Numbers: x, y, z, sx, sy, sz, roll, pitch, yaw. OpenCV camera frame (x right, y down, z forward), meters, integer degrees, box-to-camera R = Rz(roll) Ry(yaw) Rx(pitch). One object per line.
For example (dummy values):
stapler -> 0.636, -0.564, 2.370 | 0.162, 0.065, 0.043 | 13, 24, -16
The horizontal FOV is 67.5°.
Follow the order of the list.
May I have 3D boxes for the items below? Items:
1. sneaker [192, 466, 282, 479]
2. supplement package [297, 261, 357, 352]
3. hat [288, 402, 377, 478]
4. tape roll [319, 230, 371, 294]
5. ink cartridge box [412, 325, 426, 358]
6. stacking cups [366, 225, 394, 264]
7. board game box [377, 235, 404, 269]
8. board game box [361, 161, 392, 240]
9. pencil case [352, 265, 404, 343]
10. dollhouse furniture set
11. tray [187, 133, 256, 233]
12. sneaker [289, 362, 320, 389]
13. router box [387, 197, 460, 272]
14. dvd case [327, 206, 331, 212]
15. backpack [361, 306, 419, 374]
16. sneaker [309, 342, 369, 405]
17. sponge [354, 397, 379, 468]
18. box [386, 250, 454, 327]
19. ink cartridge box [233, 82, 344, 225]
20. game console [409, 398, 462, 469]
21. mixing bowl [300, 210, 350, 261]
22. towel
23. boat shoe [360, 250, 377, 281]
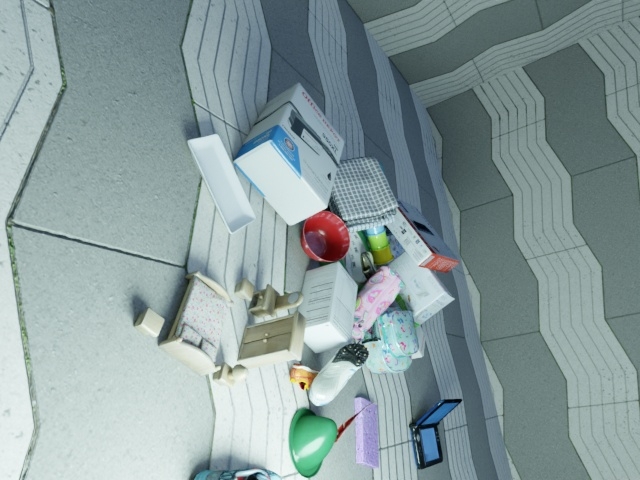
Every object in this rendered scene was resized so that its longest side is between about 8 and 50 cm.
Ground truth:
sneaker -> -0.148, 0.545, 1.030 | 0.261, 0.125, 0.104 | 31, 48, -51
supplement package -> 0.021, 0.213, 1.533 | 0.139, 0.133, 0.244 | 52, 33, -33
hat -> 0.036, 0.532, 1.313 | 0.173, 0.183, 0.209 | 46, 37, -39
tape roll -> 0.100, 0.064, 1.831 | 0.321, 0.077, 0.322 | 39, 42, -47
ink cartridge box -> 0.388, 0.406, 2.139 | 0.203, 0.085, 0.148 | 61, 30, -20
stacking cups -> 0.211, -0.061, 1.945 | 0.096, 0.095, 0.317 | -48, 122, -59
board game box -> 0.352, 0.015, 2.350 | 0.389, 0.050, 0.391 | 12, 63, -59
board game box -> 0.218, -0.173, 2.124 | 0.253, 0.079, 0.337 | -12, 85, -46
pencil case -> 0.181, 0.223, 1.706 | 0.284, 0.124, 0.124 | -46, 119, -25
dollhouse furniture set -> -0.201, 0.149, 1.125 | 0.355, 0.173, 0.303 | 49, 34, -37
tray -> -0.276, -0.157, 1.326 | 0.271, 0.030, 0.145 | 67, 29, -10
sneaker -> -0.035, 0.409, 1.412 | 0.175, 0.064, 0.068 | 32, 69, -45
router box -> 0.405, -0.027, 2.016 | 0.301, 0.082, 0.336 | 13, 38, -53
dvd case -> 0.026, -0.249, 1.935 | 0.239, 0.029, 0.179 | 62, 29, -17
backpack -> 0.260, 0.380, 1.826 | 0.225, 0.191, 0.254 | 11, 72, -50
sneaker -> 0.052, 0.386, 1.402 | 0.085, 0.086, 0.237 | 43, 55, 15
sponge -> 0.158, 0.654, 1.629 | 0.117, 0.031, 0.210 | 40, 41, -45
box -> 0.383, 0.199, 2.010 | 0.126, 0.231, 0.262 | 33, 21, -51
ink cartridge box -> -0.086, -0.296, 1.591 | 0.285, 0.166, 0.395 | 48, 35, -28
game console -> 0.509, 0.811, 2.024 | 0.293, 0.173, 0.251 | 25, 52, -54
mixing bowl -> 0.000, 0.000, 1.632 | 0.181, 0.098, 0.182 | 12, 65, -27
towel -> 0.139, -0.179, 1.773 | 0.121, 0.234, 0.284 | 109, -35, -56
boat shoe -> 0.181, 0.117, 1.816 | 0.049, 0.056, 0.152 | -8, 78, -51
